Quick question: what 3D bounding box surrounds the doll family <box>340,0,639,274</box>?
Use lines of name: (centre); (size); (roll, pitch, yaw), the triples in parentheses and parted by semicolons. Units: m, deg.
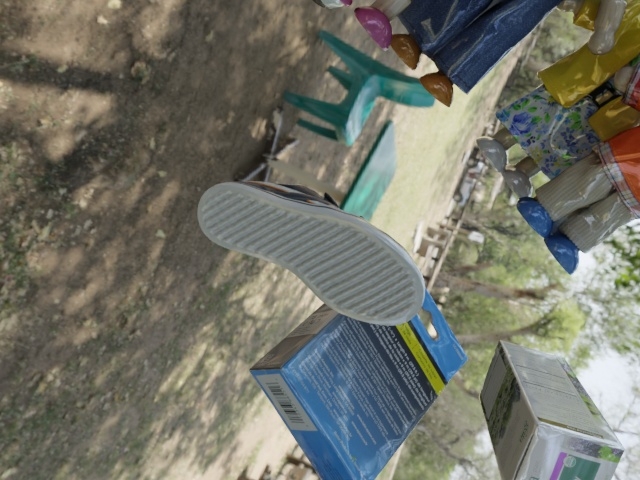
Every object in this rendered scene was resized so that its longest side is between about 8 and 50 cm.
doll family: (0.132, -0.124, 0.314); (0.163, 0.263, 0.118); (-39, -167, 23)

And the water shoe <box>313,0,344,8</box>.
water shoe: (-0.024, -0.224, 0.453); (0.203, 0.080, 0.073); (-98, 179, -54)

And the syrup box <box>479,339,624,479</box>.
syrup box: (0.262, 0.214, 0.708); (0.237, 0.096, 0.093); (-61, 166, -76)

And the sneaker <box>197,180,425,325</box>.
sneaker: (0.000, 0.000, 0.809); (0.126, 0.321, 0.127); (-66, 169, 17)

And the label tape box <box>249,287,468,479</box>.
label tape box: (0.079, 0.214, 1.010); (0.334, 0.240, 0.106); (-38, -170, -37)
